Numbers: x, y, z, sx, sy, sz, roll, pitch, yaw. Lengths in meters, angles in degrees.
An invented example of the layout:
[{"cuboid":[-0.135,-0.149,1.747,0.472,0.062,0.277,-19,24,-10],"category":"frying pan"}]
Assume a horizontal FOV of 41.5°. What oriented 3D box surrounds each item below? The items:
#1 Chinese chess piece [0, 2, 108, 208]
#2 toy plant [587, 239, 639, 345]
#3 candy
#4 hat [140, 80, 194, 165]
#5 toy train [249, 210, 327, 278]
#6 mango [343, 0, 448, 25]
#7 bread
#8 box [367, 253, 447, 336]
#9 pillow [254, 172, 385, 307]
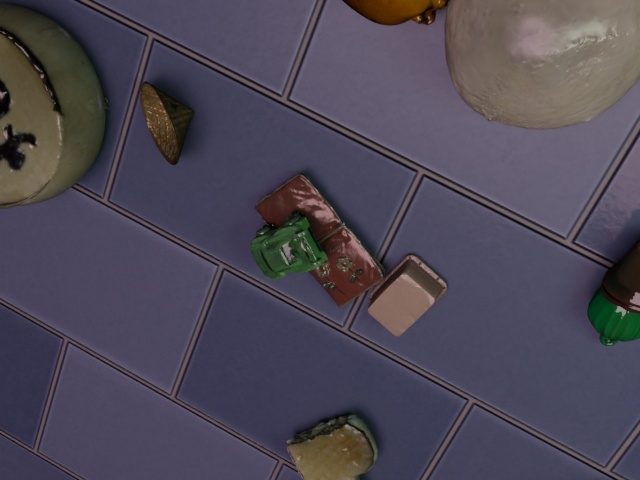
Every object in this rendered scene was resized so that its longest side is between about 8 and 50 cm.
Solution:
[{"cuboid":[-0.546,-0.230,1.456,0.349,0.146,0.349,8,114,18],"category":"Chinese chess piece"},{"cuboid":[0.474,0.088,1.244,0.142,0.105,0.200,7,133,2],"category":"toy plant"},{"cuboid":[0.298,-0.277,1.104,0.295,0.185,0.296,8,110,22],"category":"candy"},{"cuboid":[-0.240,-0.204,1.406,0.146,0.067,0.146,48,151,37],"category":"hat"},{"cuboid":[-0.054,0.016,1.373,0.149,0.081,0.099,-19,105,34],"category":"toy train"},{"cuboid":[0.068,-0.417,1.147,0.287,0.152,0.201,52,148,4],"category":"mango"},{"cuboid":[0.016,0.409,1.565,0.172,0.064,0.232,17,115,13],"category":"bread"},{"cuboid":[0.138,0.095,1.388,0.089,0.062,0.122,42,120,0],"category":"box"},{"cuboid":[0.000,0.000,1.410,0.126,0.043,0.232,-38,95,32],"category":"pillow"}]
